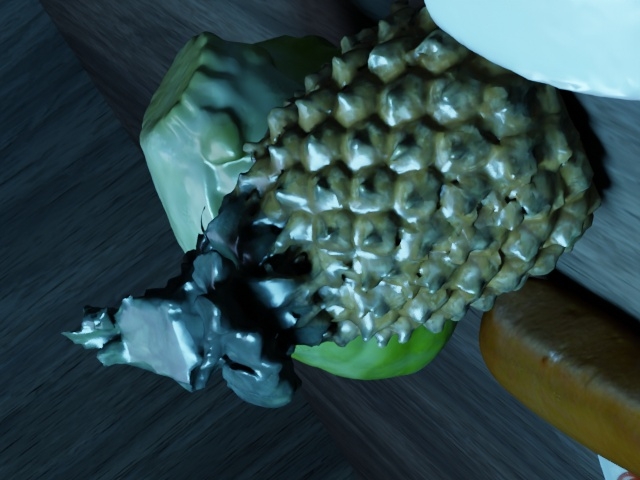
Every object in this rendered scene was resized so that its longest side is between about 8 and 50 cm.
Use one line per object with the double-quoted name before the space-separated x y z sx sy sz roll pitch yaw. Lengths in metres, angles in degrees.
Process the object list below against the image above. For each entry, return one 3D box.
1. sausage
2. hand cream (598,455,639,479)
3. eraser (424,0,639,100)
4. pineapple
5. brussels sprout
"sausage" 0.223 0.115 1.442 0.097 0.094 0.348 53 171 -29
"hand cream" 0.295 0.241 1.702 0.121 0.076 0.336 38 156 53
"eraser" 0.092 -0.193 0.822 0.174 0.095 0.270 25 149 39
"pineapple" 0.001 0.002 1.288 0.223 0.357 0.223 54 173 10
"brussels sprout" -0.011 -0.028 1.541 0.316 0.242 0.274 47 -166 1
